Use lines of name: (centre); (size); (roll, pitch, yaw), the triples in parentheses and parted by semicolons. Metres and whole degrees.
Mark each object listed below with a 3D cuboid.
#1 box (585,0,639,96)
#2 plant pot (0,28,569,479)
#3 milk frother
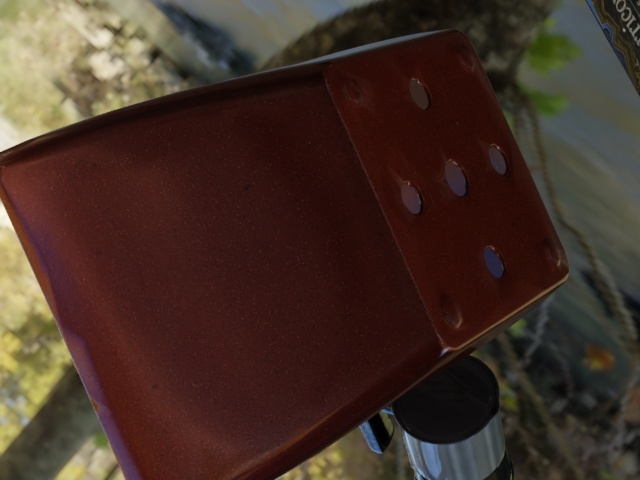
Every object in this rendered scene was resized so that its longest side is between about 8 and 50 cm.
box: (0.146, -0.203, 0.521); (0.184, 0.103, 0.261); (-56, 47, 45)
plant pot: (0.000, 0.000, 0.935); (0.267, 0.235, 0.267); (-24, -90, -54)
milk frother: (0.083, 0.183, 1.132); (0.129, 0.143, 0.135); (-2, 143, 13)
